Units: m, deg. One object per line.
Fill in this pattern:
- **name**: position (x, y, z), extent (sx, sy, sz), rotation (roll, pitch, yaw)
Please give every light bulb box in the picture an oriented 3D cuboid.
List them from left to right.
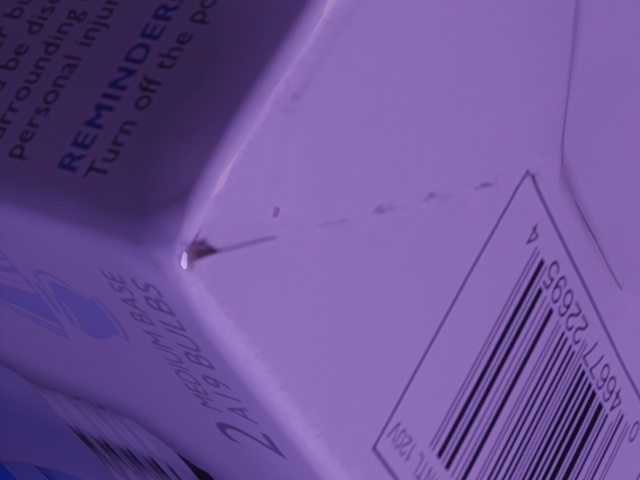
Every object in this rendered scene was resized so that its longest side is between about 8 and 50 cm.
- **light bulb box**: position (-0.051, -0.019, 0.617), extent (0.225, 0.361, 0.358), rotation (-58, 140, -23)
